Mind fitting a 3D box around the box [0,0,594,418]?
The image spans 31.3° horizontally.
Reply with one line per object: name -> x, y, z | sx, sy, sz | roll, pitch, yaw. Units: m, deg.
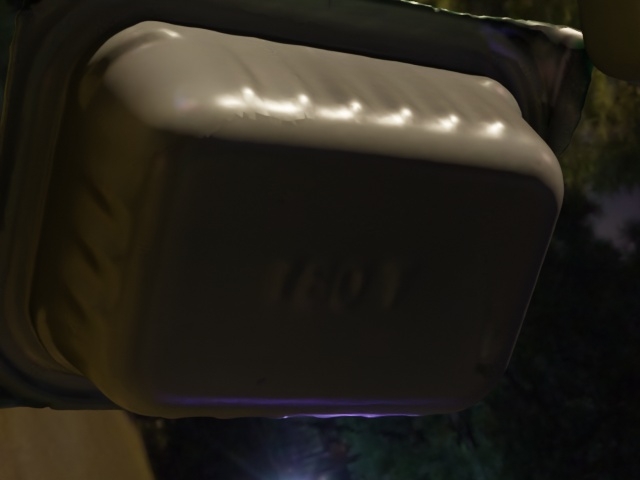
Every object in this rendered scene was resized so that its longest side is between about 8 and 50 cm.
box -> 0.000, 0.000, 0.612 | 0.106, 0.337, 0.264 | 43, -56, 55

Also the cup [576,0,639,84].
cup -> 0.221, -0.110, 0.371 | 0.347, 0.347, 0.163 | -139, -135, -75
